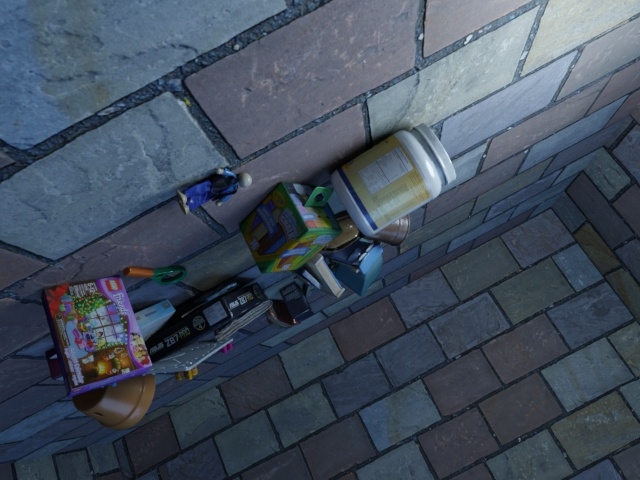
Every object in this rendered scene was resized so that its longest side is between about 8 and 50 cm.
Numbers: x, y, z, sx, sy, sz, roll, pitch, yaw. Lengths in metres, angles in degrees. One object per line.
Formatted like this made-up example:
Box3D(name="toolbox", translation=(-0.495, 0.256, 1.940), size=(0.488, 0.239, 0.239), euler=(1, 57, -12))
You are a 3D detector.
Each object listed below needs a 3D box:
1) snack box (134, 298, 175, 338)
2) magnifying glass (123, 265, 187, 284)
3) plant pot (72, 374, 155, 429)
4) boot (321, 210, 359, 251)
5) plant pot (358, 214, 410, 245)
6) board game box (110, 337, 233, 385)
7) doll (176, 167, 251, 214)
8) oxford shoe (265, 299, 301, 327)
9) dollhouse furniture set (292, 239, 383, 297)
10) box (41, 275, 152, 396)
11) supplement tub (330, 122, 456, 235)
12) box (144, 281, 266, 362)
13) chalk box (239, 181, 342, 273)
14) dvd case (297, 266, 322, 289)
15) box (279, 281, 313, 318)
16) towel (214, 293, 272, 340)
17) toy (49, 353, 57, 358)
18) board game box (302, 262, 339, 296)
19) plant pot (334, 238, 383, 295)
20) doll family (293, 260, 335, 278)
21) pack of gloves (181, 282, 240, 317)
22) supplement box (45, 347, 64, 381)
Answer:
Box3D(name="snack box", translation=(-0.677, 0.349, 1.628), size=(0.322, 0.060, 0.187), euler=(-45, 169, 31))
Box3D(name="magnifying glass", translation=(-0.509, 0.104, 1.393), size=(0.092, 0.026, 0.231), euler=(-34, 161, 17))
Box3D(name="plant pot", translation=(-0.863, 0.613, 1.844), size=(0.290, 0.291, 0.203), euler=(-32, 144, 10))
Box3D(name="boot", translation=(0.000, 0.000, 1.668), size=(0.305, 0.115, 0.112), euler=(-24, 162, -6))
Box3D(name="plant pot", translation=(0.227, -0.065, 1.727), size=(0.165, 0.167, 0.167), euler=(3, 146, -29))
Box3D(name="board game box", translation=(-0.595, 0.476, 1.775), size=(0.389, 0.051, 0.390), euler=(-9, -179, 12))
Box3D(name="doll", translation=(-0.258, -0.125, 1.117), size=(0.188, 0.046, 0.129), euler=(-26, 152, -24))
Box3D(name="oxford shoe", translation=(-0.221, 0.413, 2.363), size=(0.146, 0.141, 0.397), euler=(-23, 159, 8))
Box3D(name="dollhouse furniture set", translation=(0.049, 0.033, 1.840), size=(0.303, 0.286, 0.198), euler=(-46, 126, -21))
Box3D(name="box", translation=(-0.603, 0.245, 1.208), size=(0.200, 0.293, 0.057), euler=(-9, 150, -43))
Box3D(name="supplement tub", translation=(0.213, -0.181, 1.332), size=(0.316, 0.228, 0.228), euler=(-31, 160, 8))
Box3D(name="box", translation=(-0.441, 0.316, 1.761), size=(0.394, 0.097, 0.318), euler=(-31, 174, 17))
Box3D(name="chalk box", translation=(-0.070, -0.053, 1.346), size=(0.289, 0.179, 0.180), euler=(-40, 157, 31))
Box3D(name="dvd case", translation=(-0.096, 0.101, 1.686), size=(0.022, 0.180, 0.253), euler=(-53, 157, -7))
Box3D(name="box", translation=(-0.115, 0.303, 2.191), size=(0.093, 0.158, 0.156), euler=(-28, 161, 0))
Box3D(name="towel", translation=(-0.346, 0.330, 1.977), size=(0.282, 0.049, 0.187), euler=(-34, -168, -12))
Box3D(name="toy", translation=(-0.797, 0.341, 1.545), size=(0.136, 0.056, 0.237), euler=(-33, 165, 4))
Box3D(name="board game box", translation=(0.063, 0.177, 2.284), size=(0.317, 0.046, 0.214), euler=(-22, 160, -15))
Box3D(name="plant pot", translation=(0.183, 0.104, 2.042), size=(0.165, 0.165, 0.234), euler=(-47, 162, -24))
Box3D(name="doll family", translation=(-0.029, 0.138, 2.019), size=(0.193, 0.076, 0.111), euler=(-36, 179, 7))
Box3D(name="pack of gloves", translation=(-0.425, 0.216, 1.732), size=(0.232, 0.046, 0.195), euler=(-33, 174, -10))
Box3D(name="supplement box", translation=(-0.883, 0.442, 1.607), size=(0.080, 0.104, 0.188), euler=(-24, 159, -9))
